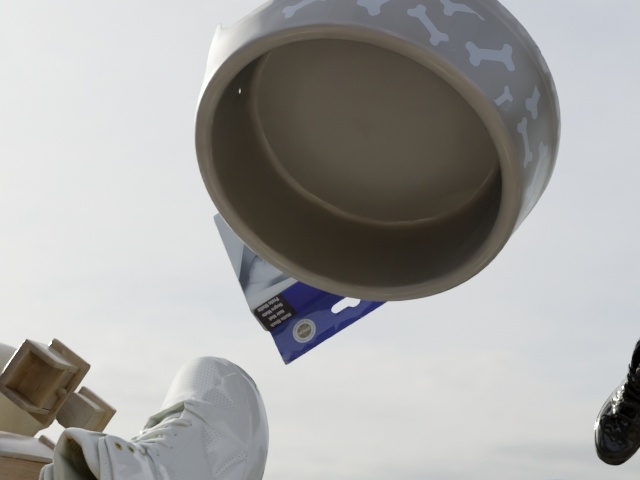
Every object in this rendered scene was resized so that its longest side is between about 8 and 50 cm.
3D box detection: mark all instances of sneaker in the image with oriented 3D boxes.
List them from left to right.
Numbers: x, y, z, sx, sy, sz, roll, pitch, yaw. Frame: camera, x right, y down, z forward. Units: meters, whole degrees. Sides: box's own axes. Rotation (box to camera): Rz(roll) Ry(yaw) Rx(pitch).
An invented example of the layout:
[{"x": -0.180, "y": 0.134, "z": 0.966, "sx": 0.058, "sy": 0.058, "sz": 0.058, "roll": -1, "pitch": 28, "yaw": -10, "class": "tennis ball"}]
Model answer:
[{"x": -0.136, "y": 0.175, "z": 1.117, "sx": 0.108, "sy": 0.293, "sz": 0.169, "roll": -29, "pitch": -55, "yaw": 25, "class": "sneaker"}, {"x": 0.310, "y": 0.128, "z": 1.305, "sx": 0.051, "sy": 0.170, "sz": 0.089, "roll": 28, "pitch": -18, "yaw": 22, "class": "sneaker"}]

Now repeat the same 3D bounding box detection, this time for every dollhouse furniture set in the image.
[{"x": -0.219, "y": 0.323, "z": 1.399, "sx": 0.355, "sy": 0.303, "sz": 0.174, "roll": 33, "pitch": -1, "yaw": 20, "class": "dollhouse furniture set"}]

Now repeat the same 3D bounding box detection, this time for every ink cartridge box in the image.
[{"x": 0.000, "y": 0.000, "z": 1.626, "sx": 0.223, "sy": 0.224, "sz": 0.045, "roll": -33, "pitch": -37, "yaw": 8, "class": "ink cartridge box"}]

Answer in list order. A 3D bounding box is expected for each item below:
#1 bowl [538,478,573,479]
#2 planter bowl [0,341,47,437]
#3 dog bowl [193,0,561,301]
[{"x": 0.287, "y": 0.435, "z": 1.473, "sx": 0.391, "sy": 0.391, "sz": 0.077, "roll": -18, "pitch": 7, "yaw": 42, "class": "bowl"}, {"x": -0.399, "y": 0.196, "z": 1.716, "sx": 0.109, "sy": 0.162, "sz": 0.162, "roll": -9, "pitch": -13, "yaw": -21, "class": "planter bowl"}, {"x": 0.042, "y": -0.089, "z": 1.262, "sx": 0.348, "sy": 0.102, "sz": 0.349, "roll": 11, "pitch": -49, "yaw": 12, "class": "dog bowl"}]
